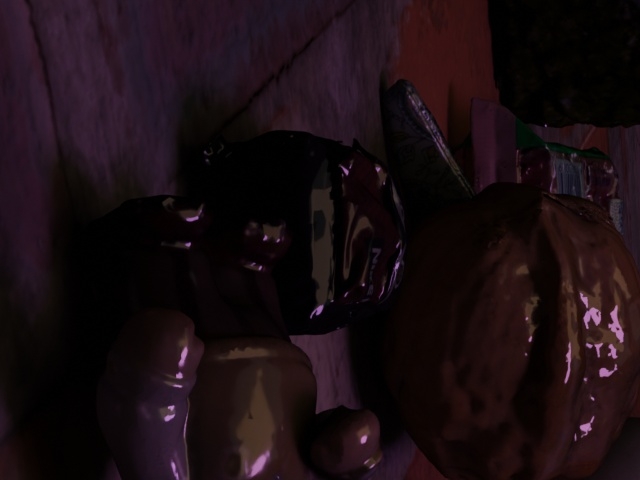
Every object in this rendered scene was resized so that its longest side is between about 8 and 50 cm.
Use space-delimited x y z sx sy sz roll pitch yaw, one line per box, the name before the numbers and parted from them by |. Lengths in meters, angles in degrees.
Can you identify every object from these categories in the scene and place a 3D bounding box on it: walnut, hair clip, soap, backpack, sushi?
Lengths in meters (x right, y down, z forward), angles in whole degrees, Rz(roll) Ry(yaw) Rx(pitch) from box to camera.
walnut | 0.138 0.071 1.182 0.198 0.198 0.245 -53 153 -55
hair clip | 0.091 -0.024 1.247 0.036 0.066 0.229 -105 175 -52
soap | 0.195 -0.007 1.443 0.273 0.098 0.218 -1 93 -68
backpack | 0.001 -0.004 0.952 0.165 0.105 0.120 -5 91 -65
sushi | 0.267 -0.283 1.498 0.294 0.178 0.352 -58 144 -54

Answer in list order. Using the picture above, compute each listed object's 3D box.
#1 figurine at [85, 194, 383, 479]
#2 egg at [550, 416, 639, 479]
figurine | -0.023 0.166 0.772 0.218 0.206 0.365 22 71 -66
egg | 0.286 0.275 1.565 0.253 0.186 0.187 -67 150 -44
